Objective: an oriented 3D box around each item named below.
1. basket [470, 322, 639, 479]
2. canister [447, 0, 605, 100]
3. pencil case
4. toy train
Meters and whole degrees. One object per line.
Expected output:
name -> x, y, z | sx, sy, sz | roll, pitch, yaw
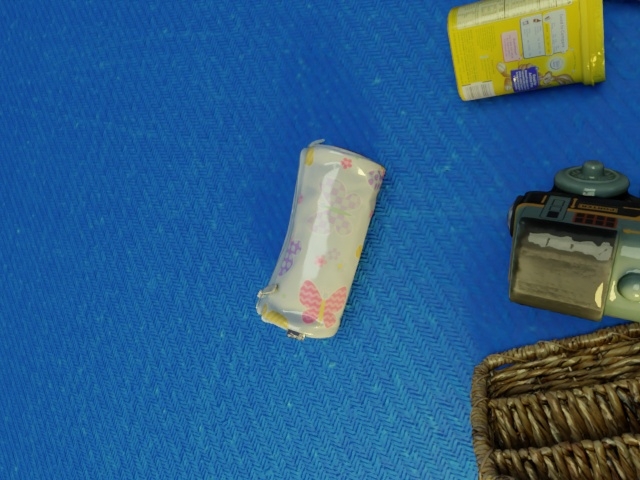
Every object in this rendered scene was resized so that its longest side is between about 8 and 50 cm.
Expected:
basket -> 0.310, 0.206, 0.538 | 0.300, 0.214, 0.222 | -18, 79, 24
canister -> 0.253, -0.245, 0.657 | 0.170, 0.073, 0.126 | -2, 122, 28
pencil case -> 0.000, 0.000, 0.761 | 0.124, 0.113, 0.272 | 17, 94, 4
toy train -> 0.348, 0.018, 0.531 | 0.334, 0.190, 0.142 | 13, 121, 28
